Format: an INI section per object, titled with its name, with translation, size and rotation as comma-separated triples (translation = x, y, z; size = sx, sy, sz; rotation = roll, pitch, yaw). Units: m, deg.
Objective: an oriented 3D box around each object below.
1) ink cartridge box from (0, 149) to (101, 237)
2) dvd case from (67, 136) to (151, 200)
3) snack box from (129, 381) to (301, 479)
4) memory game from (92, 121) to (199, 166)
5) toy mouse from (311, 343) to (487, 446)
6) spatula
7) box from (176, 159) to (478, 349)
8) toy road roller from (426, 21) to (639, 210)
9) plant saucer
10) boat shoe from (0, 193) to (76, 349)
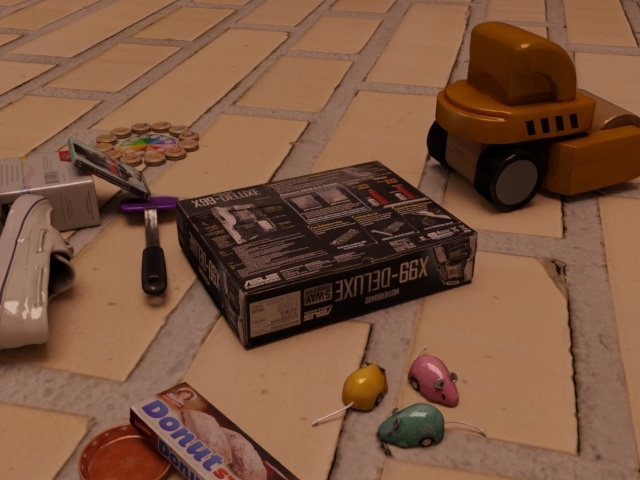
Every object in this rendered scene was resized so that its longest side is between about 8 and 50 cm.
[ink cartridge box]
translation = -0.411, -0.066, 1.046
size = 0.175, 0.072, 0.127
rotation = -11, 32, -18
[dvd case]
translation = -0.305, -0.104, 1.066
size = 0.119, 0.013, 0.087
rotation = 29, 13, -33
[snack box]
translation = -0.090, 0.188, 0.645
size = 0.178, 0.022, 0.064
rotation = 30, 34, 35
[memory game]
translation = -0.303, -0.171, 1.287
size = 0.186, 0.012, 0.186
rotation = 0, 30, 0
[toy mouse]
translation = 0.095, 0.150, 0.718
size = 0.143, 0.031, 0.161
rotation = 19, 35, 30
[spatula]
translation = -0.224, -0.006, 0.986
size = 0.084, 0.030, 0.296
rotation = -5, 30, -13
[box]
translation = 0.000, 0.000, 0.933
size = 0.308, 0.076, 0.242
rotation = -14, 33, -23
[toy road roller]
translation = 0.334, -0.205, 1.122
size = 0.330, 0.240, 0.202
rotation = -11, 32, -18
[plant saucer]
translation = -0.171, 0.196, 0.658
size = 0.084, 0.013, 0.083
rotation = 0, 31, 0
[boat shoe]
translation = -0.331, 0.029, 0.868
size = 0.088, 0.096, 0.267
rotation = 6, 26, -12
